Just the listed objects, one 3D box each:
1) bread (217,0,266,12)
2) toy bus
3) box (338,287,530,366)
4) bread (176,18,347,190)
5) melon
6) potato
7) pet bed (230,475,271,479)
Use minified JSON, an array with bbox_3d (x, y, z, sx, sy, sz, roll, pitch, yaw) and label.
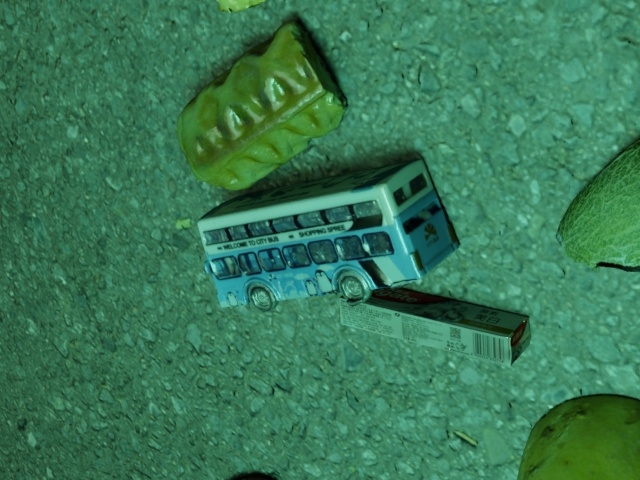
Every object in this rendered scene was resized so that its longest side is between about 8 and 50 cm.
[{"bbox_3d":[-0.077,-0.368,1.128,0.160,0.147,0.261,-11,114,32],"label":"bread"},{"bbox_3d":[0.000,0.000,1.306,0.297,0.106,0.131,-8,107,39],"label":"toy bus"},{"bbox_3d":[0.124,0.090,1.292,0.218,0.055,0.040,12,121,33],"label":"box"},{"bbox_3d":[-0.074,-0.137,1.300,0.232,0.088,0.128,-33,101,39],"label":"bread"},{"bbox_3d":[0.301,-0.034,1.078,0.202,0.093,0.140,20,102,63],"label":"melon"},{"bbox_3d":[0.285,0.275,1.211,0.203,0.158,0.178,-3,114,35],"label":"potato"},{"bbox_3d":[-0.076,0.421,1.644,0.201,0.053,0.201,15,123,24],"label":"pet bed"}]
